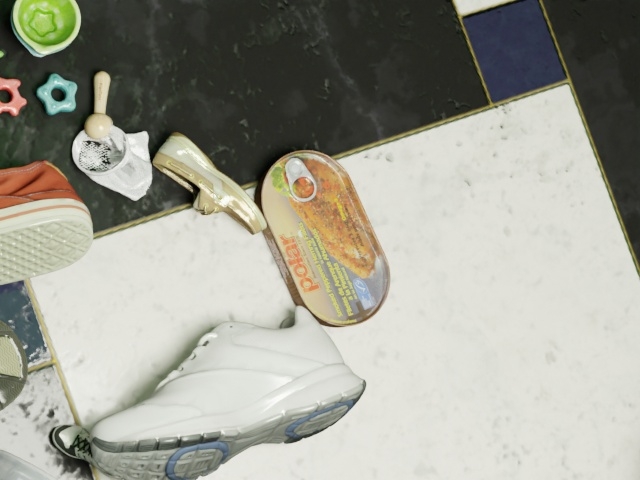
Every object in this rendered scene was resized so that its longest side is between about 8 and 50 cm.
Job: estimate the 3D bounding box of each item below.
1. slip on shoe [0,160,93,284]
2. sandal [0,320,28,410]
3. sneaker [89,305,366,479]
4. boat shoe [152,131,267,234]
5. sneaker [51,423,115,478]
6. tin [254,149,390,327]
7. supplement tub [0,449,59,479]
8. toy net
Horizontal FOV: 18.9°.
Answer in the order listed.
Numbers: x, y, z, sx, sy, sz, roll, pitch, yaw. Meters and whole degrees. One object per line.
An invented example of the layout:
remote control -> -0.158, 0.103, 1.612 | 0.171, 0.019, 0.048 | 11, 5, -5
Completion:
slip on shoe -> -0.383, -0.007, 1.811 | 0.331, 0.123, 0.101 | -11, 53, -18
sandal -> -0.423, 0.137, 1.779 | 0.302, 0.086, 0.120 | -17, 93, -8
sneaker -> -0.102, 0.153, 1.891 | 0.297, 0.111, 0.129 | -15, 66, -35
boat shoe -> -0.113, -0.049, 1.948 | 0.135, 0.050, 0.045 | 43, 74, -1
sneaker -> -0.220, 0.202, 1.866 | 0.083, 0.037, 0.032 | 30, 73, -13
tin -> 0.000, 0.000, 1.987 | 0.106, 0.040, 0.190 | -23, 90, -27
supplement tub -> -0.320, 0.359, 1.715 | 0.193, 0.193, 0.316 | 39, 70, -11
toy net -> -0.250, -0.134, 1.908 | 0.122, 0.045, 0.232 | -36, 95, -23
